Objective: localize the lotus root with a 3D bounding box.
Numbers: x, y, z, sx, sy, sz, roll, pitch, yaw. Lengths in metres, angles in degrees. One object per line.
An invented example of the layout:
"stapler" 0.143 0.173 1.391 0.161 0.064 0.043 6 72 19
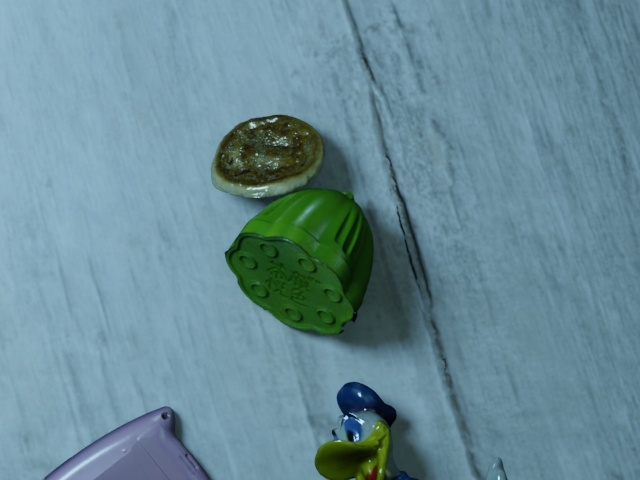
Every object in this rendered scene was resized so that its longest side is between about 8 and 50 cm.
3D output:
"lotus root" 0.000 0.000 1.876 0.186 0.186 0.186 2 78 -9

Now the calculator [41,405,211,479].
"calculator" -0.252 0.344 1.810 0.294 0.043 0.194 -38 87 -13

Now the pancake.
"pancake" -0.067 -0.106 1.904 0.158 0.028 0.158 -6 42 5

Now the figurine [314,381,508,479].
"figurine" 0.092 0.332 1.833 0.283 0.204 0.338 -26 71 -6
